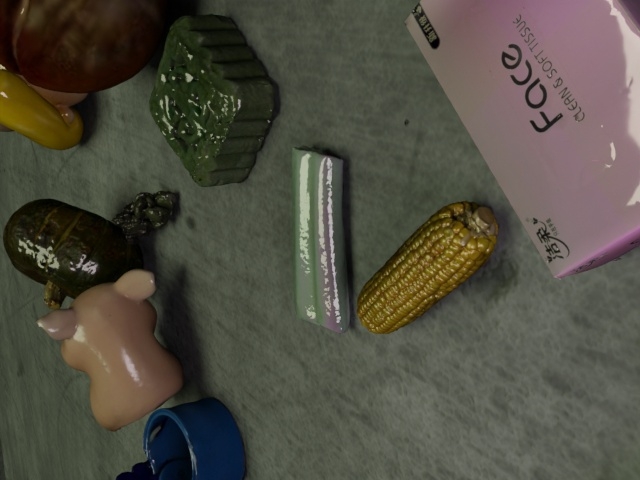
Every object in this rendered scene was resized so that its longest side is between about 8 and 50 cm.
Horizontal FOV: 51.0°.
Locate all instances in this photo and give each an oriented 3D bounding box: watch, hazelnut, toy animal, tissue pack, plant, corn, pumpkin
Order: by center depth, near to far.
[{"bbox_3d":[0.183,-0.119,0.480,0.148,0.092,0.246,-46,62,47],"label":"tissue pack"},{"bbox_3d":[0.099,0.031,0.656,0.207,0.068,0.068,-49,61,46],"label":"corn"},{"bbox_3d":[-0.388,-0.396,0.983,0.372,0.372,0.315,16,75,51],"label":"hazelnut"},{"bbox_3d":[-0.219,0.374,1.117,0.196,0.171,0.200,36,116,29],"label":"watch"},{"bbox_3d":[-0.345,0.196,1.178,0.256,0.195,0.213,62,156,-8],"label":"toy animal"},{"bbox_3d":[-0.310,-0.046,1.181,0.174,0.087,0.085,-20,58,49],"label":"plant"},{"bbox_3d":[-0.466,0.043,1.264,0.260,0.260,0.189,0,63,53],"label":"pumpkin"},{"bbox_3d":[-0.611,-0.337,1.404,0.345,0.277,0.247,12,80,41],"label":"toy animal"}]

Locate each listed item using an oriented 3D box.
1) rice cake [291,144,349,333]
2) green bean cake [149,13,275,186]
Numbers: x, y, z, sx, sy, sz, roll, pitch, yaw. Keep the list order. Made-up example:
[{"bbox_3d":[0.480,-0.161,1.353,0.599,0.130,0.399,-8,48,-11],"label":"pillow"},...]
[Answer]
[{"bbox_3d":[-0.001,-0.001,0.803,0.080,0.042,0.221,15,111,52],"label":"rice cake"},{"bbox_3d":[-0.152,-0.188,0.919,0.185,0.094,0.183,55,137,21],"label":"green bean cake"}]
